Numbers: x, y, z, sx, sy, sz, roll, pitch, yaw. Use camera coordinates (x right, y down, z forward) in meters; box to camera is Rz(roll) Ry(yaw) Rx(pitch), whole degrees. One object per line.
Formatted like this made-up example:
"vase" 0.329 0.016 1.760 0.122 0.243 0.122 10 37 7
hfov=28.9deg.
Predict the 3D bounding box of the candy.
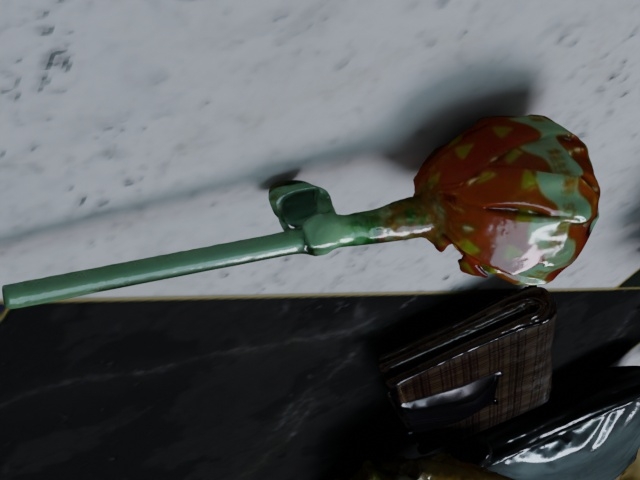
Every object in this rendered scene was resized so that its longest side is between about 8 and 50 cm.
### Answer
"candy" 0.000 0.000 0.569 0.288 0.078 0.084 -12 134 -20

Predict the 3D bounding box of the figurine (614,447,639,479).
"figurine" 0.286 0.282 1.354 0.196 0.108 0.114 -1 138 -11

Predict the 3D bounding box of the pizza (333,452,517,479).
"pizza" 0.075 0.207 0.987 0.147 0.069 0.226 10 158 -16

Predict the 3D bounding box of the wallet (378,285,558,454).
"wallet" 0.109 0.099 0.881 0.124 0.042 0.230 -25 160 0

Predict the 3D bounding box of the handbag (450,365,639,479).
"handbag" 0.213 0.199 1.145 0.192 0.075 0.332 -22 158 -1
